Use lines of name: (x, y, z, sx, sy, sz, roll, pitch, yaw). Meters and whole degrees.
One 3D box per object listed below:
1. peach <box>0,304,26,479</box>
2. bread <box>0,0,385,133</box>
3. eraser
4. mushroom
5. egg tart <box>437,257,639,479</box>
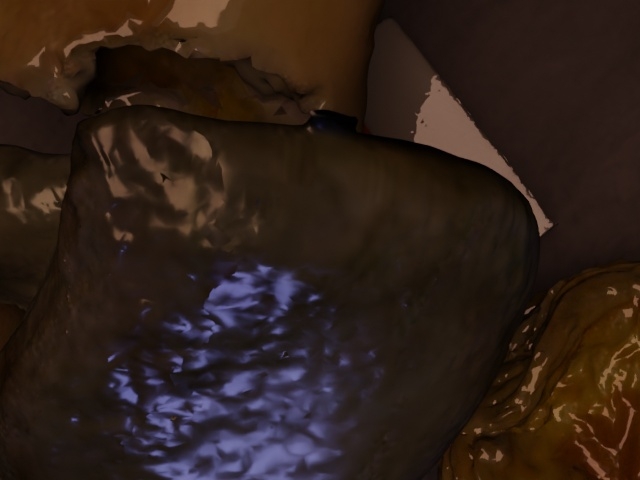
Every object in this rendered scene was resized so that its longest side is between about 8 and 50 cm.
peach: (-0.236, 0.079, 0.801, 0.214, 0.214, 0.235, -17, 50, 8)
bread: (-0.091, -0.254, 0.757, 0.361, 0.250, 0.394, 19, 88, 8)
eraser: (0.000, 0.000, 0.836, 0.230, 0.038, 0.157, -38, 84, 6)
mushroom: (-0.039, 0.047, 0.647, 0.292, 0.217, 0.212, 22, 73, -19)
egg tart: (0.180, 0.125, 0.761, 0.241, 0.106, 0.241, -1, 76, 4)
